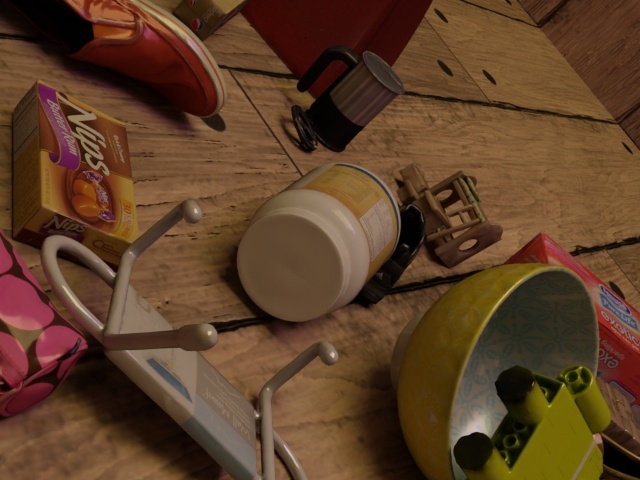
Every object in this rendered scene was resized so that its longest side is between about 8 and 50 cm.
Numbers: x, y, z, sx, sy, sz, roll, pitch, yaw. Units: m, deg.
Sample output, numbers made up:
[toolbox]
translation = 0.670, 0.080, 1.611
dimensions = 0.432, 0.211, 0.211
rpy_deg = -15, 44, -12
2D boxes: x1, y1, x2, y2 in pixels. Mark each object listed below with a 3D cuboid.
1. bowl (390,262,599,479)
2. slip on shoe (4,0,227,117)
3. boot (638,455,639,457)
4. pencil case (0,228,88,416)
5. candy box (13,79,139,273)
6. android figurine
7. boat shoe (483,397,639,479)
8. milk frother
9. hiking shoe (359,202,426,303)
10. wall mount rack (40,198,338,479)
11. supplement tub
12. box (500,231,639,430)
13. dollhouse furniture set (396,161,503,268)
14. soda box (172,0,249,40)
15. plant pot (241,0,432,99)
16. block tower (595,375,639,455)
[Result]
[bowl]
translation = 0.174, 0.153, 1.179
dimensions = 0.156, 0.289, 0.289
rpy_deg = 15, 0, 43
[slip on shoe]
translation = -0.249, -0.239, 1.204
dimensions = 0.331, 0.123, 0.101
rpy_deg = 37, 60, -30
[boot]
translation = 0.515, 0.357, 1.561
dimensions = 0.158, 0.059, 0.085
rpy_deg = 48, 21, 5
[pencil case]
translation = -0.271, 0.033, 0.799
dimensions = 0.209, 0.095, 0.098
rpy_deg = 48, 26, 7
[candy box]
translation = -0.240, -0.063, 1.016
dimensions = 0.109, 0.053, 0.186
rpy_deg = 26, 34, -36
[android figurine]
translation = 0.233, 0.259, 1.119
dimensions = 0.056, 0.248, 0.273
rpy_deg = 15, -31, 44
[boat shoe]
translation = 0.315, 0.258, 1.340
dimensions = 0.307, 0.104, 0.110
rpy_deg = 35, 29, -23
[milk frother]
translation = 0.033, -0.198, 1.515
dimensions = 0.129, 0.135, 0.143
rpy_deg = 34, 30, -24
[hiking shoe]
translation = 0.101, -0.006, 1.375
dimensions = 0.086, 0.114, 0.227
rpy_deg = 41, 27, -13
[wall mount rack]
translation = -0.072, 0.111, 0.856
dimensions = 0.350, 0.130, 0.304
rpy_deg = 48, 10, -21
[supplement tub]
translation = 0.000, 0.000, 1.183
dimensions = 0.144, 0.144, 0.200
rpy_deg = 48, 27, 0
[box]
translation = 0.381, 0.151, 1.536
dimensions = 0.300, 0.154, 0.142
rpy_deg = 36, 28, -18
[dollhouse furniture set]
translation = 0.175, -0.083, 1.556
dimensions = 0.161, 0.101, 0.181
rpy_deg = 42, 21, -52
[soda box]
translation = -0.152, -0.357, 1.543
dimensions = 0.061, 0.058, 0.181
rpy_deg = 43, 26, -8
[plant pot]
translation = 0.043, -0.415, 1.714
dimensions = 0.267, 0.236, 0.267
rpy_deg = 50, 26, 4
[block tower]
translation = 0.298, 0.195, 1.419
dimensions = 0.335, 0.091, 0.097
rpy_deg = 37, 29, -21
